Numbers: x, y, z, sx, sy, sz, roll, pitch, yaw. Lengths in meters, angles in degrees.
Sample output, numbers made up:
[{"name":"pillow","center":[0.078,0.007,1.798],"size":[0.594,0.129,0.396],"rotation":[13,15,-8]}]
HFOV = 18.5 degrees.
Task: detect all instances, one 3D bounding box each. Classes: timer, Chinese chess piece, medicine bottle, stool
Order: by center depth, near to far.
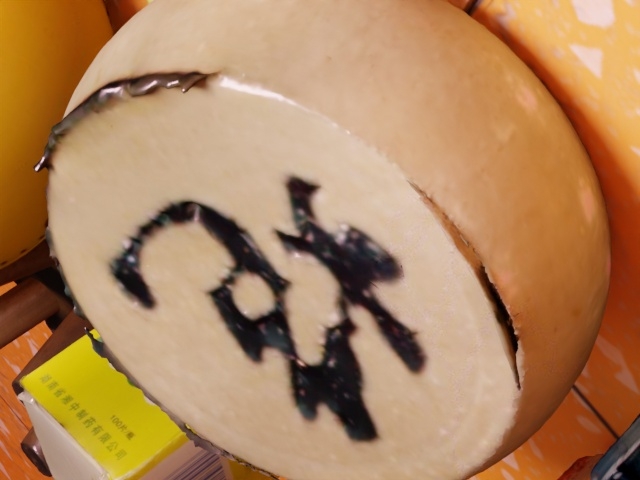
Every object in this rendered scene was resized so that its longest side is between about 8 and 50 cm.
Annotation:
[{"name":"Chinese chess piece","center":[0.000,0.000,1.184],"size":[0.349,0.146,0.349],"rotation":[20,138,20]},{"name":"timer","center":[-0.326,-0.120,1.537],"size":[0.376,0.376,0.387],"rotation":[50,166,2]},{"name":"medicine bottle","center":[-0.094,0.124,1.565],"size":[0.137,0.250,0.141],"rotation":[36,152,37]},{"name":"stool","center":[-0.267,0.081,1.928],"size":[0.272,0.178,0.272],"rotation":[40,155,23]}]

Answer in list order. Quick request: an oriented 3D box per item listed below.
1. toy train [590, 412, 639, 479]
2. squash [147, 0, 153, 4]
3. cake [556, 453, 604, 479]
[{"name":"toy train","center":[0.242,0.070,1.025],"size":[0.086,0.089,0.409],"rotation":[42,156,11]},{"name":"squash","center":[-0.075,-0.173,1.300],"size":[0.224,0.094,0.094],"rotation":[64,157,-10]},{"name":"cake","center":[0.234,0.291,1.295],"size":[0.158,0.160,0.262],"rotation":[1,128,59]}]
